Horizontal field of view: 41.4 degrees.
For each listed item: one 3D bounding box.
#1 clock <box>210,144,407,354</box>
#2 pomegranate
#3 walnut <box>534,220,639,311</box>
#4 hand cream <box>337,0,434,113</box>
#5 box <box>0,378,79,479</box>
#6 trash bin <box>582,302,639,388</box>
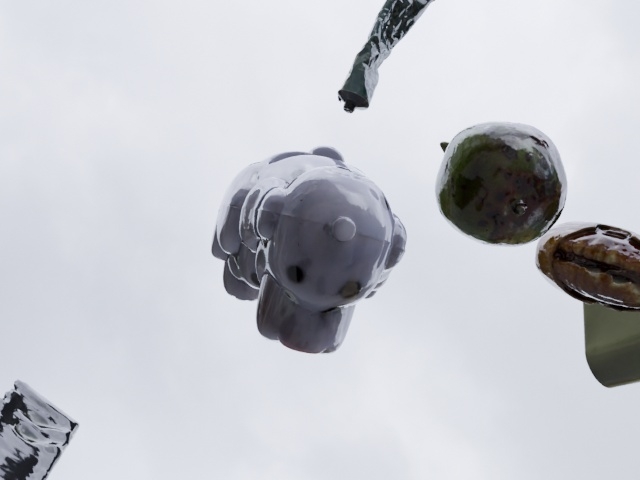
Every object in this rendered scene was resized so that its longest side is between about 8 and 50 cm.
[{"bbox_3d":[-0.001,0.002,0.749,0.189,0.254,0.188,-1,-84,-8],"label":"clock"},{"bbox_3d":[0.193,-0.060,0.929,0.149,0.169,0.148,0,-88,4],"label":"pomegranate"},{"bbox_3d":[0.368,0.035,1.071,0.207,0.116,0.115,20,-47,33],"label":"walnut"},{"bbox_3d":[0.098,-0.287,1.225,0.052,0.247,0.075,21,-17,38],"label":"hand cream"},{"bbox_3d":[-0.273,0.241,0.451,0.058,0.211,0.350,40,-85,-7],"label":"box"},{"bbox_3d":[0.559,0.109,1.378,0.121,0.243,0.247,27,-37,-30],"label":"trash bin"}]
